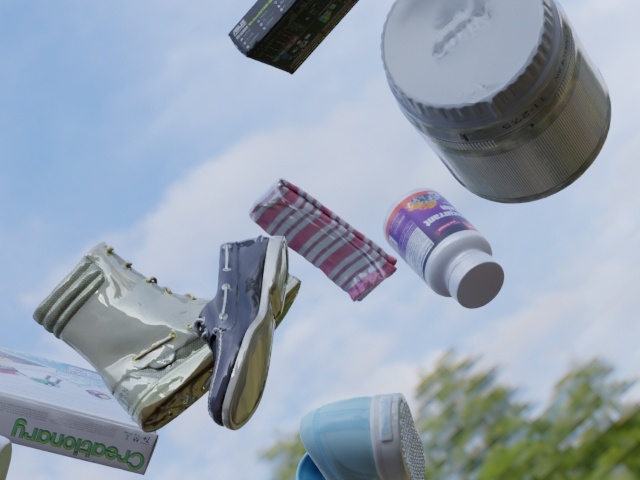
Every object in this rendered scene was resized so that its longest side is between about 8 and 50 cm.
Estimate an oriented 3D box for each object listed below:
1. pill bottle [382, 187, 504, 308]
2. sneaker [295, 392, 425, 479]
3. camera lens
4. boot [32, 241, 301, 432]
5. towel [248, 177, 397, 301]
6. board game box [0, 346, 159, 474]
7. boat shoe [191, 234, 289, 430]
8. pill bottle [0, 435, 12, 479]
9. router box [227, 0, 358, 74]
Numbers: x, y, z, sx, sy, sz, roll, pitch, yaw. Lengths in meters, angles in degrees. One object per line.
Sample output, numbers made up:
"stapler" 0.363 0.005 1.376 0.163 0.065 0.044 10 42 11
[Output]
"pill bottle" 0.180 0.014 2.803 0.108 0.193 0.108 -17 -51 -22
"sneaker" 0.050 0.293 2.432 0.150 0.135 0.366 -2 -36 9
"camera lens" 0.209 -0.184 2.294 0.219 0.219 0.274 -42 -33 2
"boot" -0.137 0.057 1.778 0.213 0.165 0.077 -39 -19 -30
"towel" 0.000 0.000 2.550 0.029 0.197 0.144 -56 5 -24
"board game box" -0.333 0.155 2.008 0.305 0.193 0.053 16 -83 -19
"boat shoe" -0.076 0.078 1.677 0.075 0.065 0.206 82 -163 -46
"pill bottle" -0.460 0.180 1.640 0.210 0.363 0.210 22 -90 -88
"router box" -0.023 -0.232 1.994 0.122 0.038 0.092 -46 -28 16
